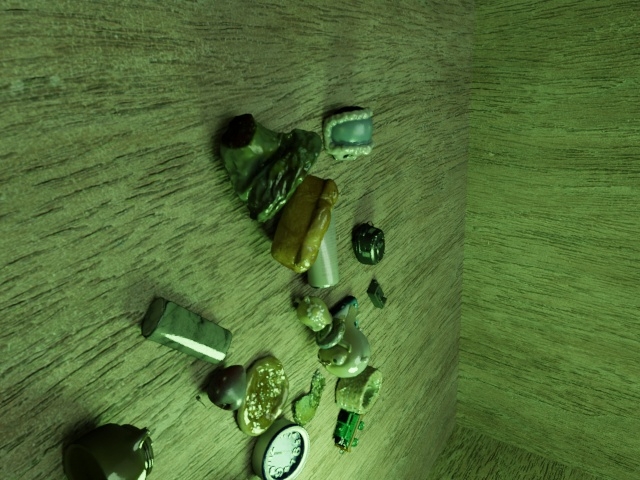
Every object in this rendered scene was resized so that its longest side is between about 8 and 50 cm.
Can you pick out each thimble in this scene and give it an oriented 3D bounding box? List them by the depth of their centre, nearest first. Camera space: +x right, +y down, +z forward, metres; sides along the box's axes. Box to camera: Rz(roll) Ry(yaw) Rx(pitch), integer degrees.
[{"bbox_3d":[0.182,0.679,2.253,0.229,0.148,0.196,-28,121,-53],"label":"thimble"}]

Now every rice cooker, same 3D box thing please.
[{"bbox_3d":[0.214,0.016,2.128,0.142,0.118,0.203,-50,141,-37],"label":"rice cooker"}]

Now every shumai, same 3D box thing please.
[{"bbox_3d":[-0.182,-0.237,1.436,0.263,0.304,0.309,38,60,-17],"label":"shumai"}]

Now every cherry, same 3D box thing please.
[{"bbox_3d":[-0.295,0.438,1.489,0.148,0.115,0.188,-45,132,-13],"label":"cherry"}]

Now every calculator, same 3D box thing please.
[{"bbox_3d":[0.085,0.356,2.095,0.293,0.051,0.173,-31,123,-49],"label":"calculator"}]

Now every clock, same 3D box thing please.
[{"bbox_3d":[-0.145,0.789,1.816,0.230,0.083,0.230,-9,104,-43],"label":"clock"}]

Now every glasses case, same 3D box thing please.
[{"bbox_3d":[-0.368,0.262,1.370,0.299,0.060,0.114,44,63,-52],"label":"glasses case"}]

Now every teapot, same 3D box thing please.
[{"bbox_3d":[-0.487,0.534,1.169,0.175,0.185,0.268,-15,149,-55],"label":"teapot"}]

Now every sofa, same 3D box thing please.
[{"bbox_3d":[0.283,0.260,2.360,0.085,0.060,0.147,-62,143,-26],"label":"sofa"}]

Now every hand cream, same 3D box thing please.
[{"bbox_3d":[0.000,0.000,1.826,0.185,0.118,0.359,-14,104,-50],"label":"hand cream"}]

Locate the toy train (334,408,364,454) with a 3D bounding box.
[{"bbox_3d":[0.125,0.883,2.284,0.136,0.091,0.228,43,64,-41],"label":"toy train"}]

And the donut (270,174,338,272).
[{"bbox_3d":[-0.052,-0.055,1.578,0.299,0.150,0.317,113,-4,-61],"label":"donut"}]

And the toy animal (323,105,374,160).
[{"bbox_3d":[0.123,-0.403,1.835,0.208,0.156,0.204,-26,117,-47],"label":"toy animal"}]

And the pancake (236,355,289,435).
[{"bbox_3d":[-0.203,0.550,1.721,0.282,0.049,0.282,-15,109,-54],"label":"pancake"}]

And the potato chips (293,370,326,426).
[{"bbox_3d":[-0.044,0.658,2.017,0.220,0.029,0.202,-53,140,-30],"label":"potato chips"}]

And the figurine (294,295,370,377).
[{"bbox_3d":[0.048,0.336,1.881,0.394,0.226,0.274,49,57,-23],"label":"figurine"}]
